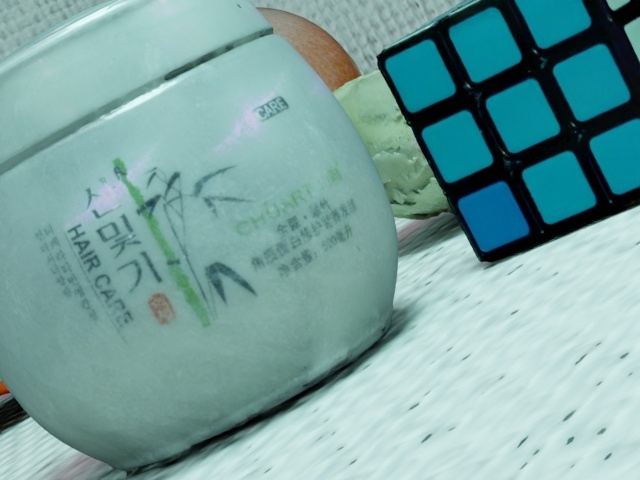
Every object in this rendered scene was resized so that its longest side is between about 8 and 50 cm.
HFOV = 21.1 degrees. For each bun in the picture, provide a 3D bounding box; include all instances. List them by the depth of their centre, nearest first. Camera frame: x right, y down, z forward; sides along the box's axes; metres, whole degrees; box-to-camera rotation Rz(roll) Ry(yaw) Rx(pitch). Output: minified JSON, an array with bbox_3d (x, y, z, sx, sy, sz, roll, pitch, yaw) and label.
[{"bbox_3d":[0.111,-0.092,1.407,0.239,0.141,0.239,-22,3,1],"label":"bun"}]

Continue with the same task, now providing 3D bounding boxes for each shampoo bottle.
[{"bbox_3d":[-0.103,-0.016,1.087,0.273,0.266,0.273,-29,6,3],"label":"shampoo bottle"}]

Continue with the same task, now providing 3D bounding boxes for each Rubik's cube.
[{"bbox_3d":[0.162,-0.103,1.137,0.160,0.162,0.163,-25,7,33],"label":"Rubik's cube"}]

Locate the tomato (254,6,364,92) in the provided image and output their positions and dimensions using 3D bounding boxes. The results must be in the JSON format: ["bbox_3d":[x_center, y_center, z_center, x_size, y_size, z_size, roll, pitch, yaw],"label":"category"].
[{"bbox_3d":[-0.112,-0.103,1.880,0.341,0.273,0.341,-23,4,2],"label":"tomato"}]

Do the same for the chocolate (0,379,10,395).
[{"bbox_3d":[-0.364,0.087,1.727,0.360,0.161,0.341,-21,1,-33],"label":"chocolate"}]
